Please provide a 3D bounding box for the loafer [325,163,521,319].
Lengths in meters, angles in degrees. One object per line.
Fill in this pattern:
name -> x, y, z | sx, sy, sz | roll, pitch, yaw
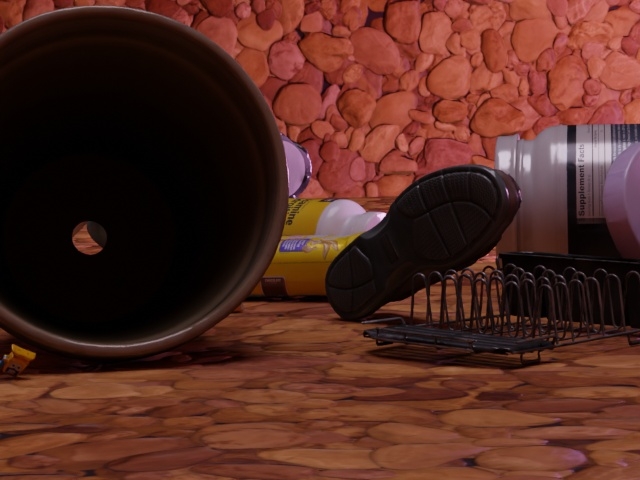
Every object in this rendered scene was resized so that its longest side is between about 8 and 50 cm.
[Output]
loafer -> 0.112, -0.003, 1.900 | 0.084, 0.096, 0.267 | -4, -22, -43

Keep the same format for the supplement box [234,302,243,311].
supplement box -> -0.132, 0.058, 2.067 | 0.062, 0.036, 0.098 | -5, 6, -27

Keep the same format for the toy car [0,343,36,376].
toy car -> -0.296, 0.114, 1.576 | 0.122, 0.060, 0.040 | 15, -50, -34

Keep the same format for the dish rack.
dish rack -> 0.181, 0.060, 1.737 | 0.271, 0.074, 0.208 | -6, 6, -44

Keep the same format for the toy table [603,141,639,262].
toy table -> 0.423, -0.028, 1.859 | 0.161, 0.252, 0.274 | -16, -8, 41

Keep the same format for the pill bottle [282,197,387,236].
pill bottle -> 0.000, 0.000, 2.314 | 0.184, 0.103, 0.103 | 2, 6, 37

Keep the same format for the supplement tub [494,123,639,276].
supplement tub -> 0.335, -0.036, 2.113 | 0.272, 0.191, 0.191 | -1, 5, 9

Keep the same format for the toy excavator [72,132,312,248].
toy excavator -> -0.300, -0.057, 2.576 | 0.433, 0.445, 0.222 | 41, -13, -20

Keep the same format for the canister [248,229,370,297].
canister -> -0.013, 0.029, 2.166 | 0.170, 0.073, 0.126 | -1, 4, 17

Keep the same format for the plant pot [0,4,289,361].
plant pot -> -0.213, -0.029, 1.800 | 0.323, 0.323, 0.280 | -3, -11, -12
